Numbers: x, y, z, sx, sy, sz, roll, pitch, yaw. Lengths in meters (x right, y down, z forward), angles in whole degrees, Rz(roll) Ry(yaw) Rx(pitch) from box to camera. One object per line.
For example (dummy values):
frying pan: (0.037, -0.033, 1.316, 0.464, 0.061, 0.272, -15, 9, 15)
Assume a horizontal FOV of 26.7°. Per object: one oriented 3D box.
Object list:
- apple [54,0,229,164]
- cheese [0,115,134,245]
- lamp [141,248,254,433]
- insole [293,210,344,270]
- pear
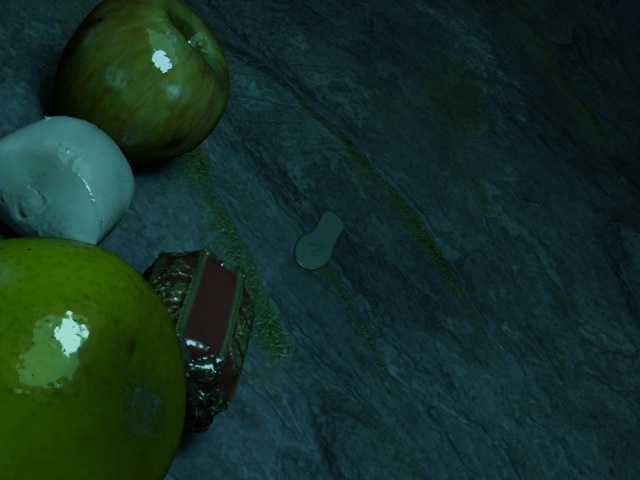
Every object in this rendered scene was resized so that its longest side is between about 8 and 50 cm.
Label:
apple: (-0.272, -0.236, 2.020, 0.264, 0.264, 0.264, 28, 35, -22)
cheese: (-0.346, -0.080, 1.824, 0.198, 0.154, 0.189, 44, 27, 1)
lamp: (-0.178, 0.129, 1.758, 0.177, 0.177, 0.274, 34, 31, -15)
insole: (0.000, 0.000, 2.243, 0.064, 0.004, 0.188, 42, 33, -5)
pear: (-0.266, 0.169, 1.385, 0.340, 0.191, 0.386, 60, 41, -35)
